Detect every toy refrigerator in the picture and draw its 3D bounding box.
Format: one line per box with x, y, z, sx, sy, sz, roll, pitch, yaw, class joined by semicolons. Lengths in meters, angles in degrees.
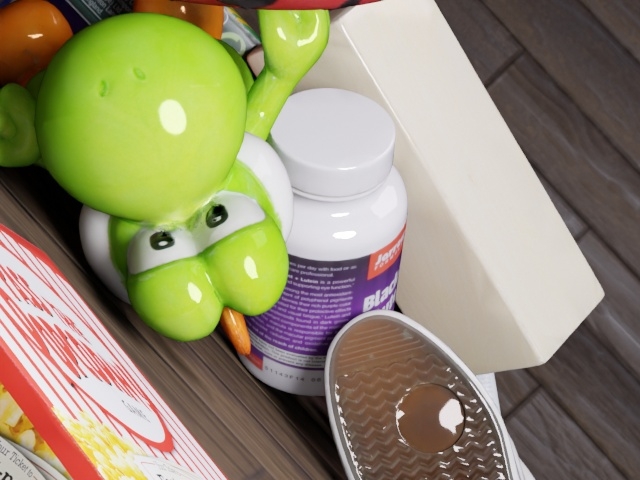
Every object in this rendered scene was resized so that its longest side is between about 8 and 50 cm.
0.075;-0.045;1.315;0.102;0.094;0.269;-15;-68;50;toy refrigerator

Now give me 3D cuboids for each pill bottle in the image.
0.000;0.000;1.259;0.108;0.108;0.193;49;-32;36;pill bottle

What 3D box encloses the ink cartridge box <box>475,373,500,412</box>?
0.135;0.191;1.575;0.223;0.045;0.224;63;17;-76;ink cartridge box

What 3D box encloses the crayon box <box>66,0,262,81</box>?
-0.123;-0.175;1.460;0.202;0.081;0.318;46;2;-10;crayon box

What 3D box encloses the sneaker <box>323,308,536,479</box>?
0.092;0.175;1.262;0.290;0.106;0.123;58;-1;-1;sneaker

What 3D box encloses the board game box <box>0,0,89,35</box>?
-0.099;-0.035;1.485;0.233;0.078;0.347;48;2;33;board game box

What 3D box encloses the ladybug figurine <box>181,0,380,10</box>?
-0.042;-0.220;1.067;0.449;0.305;0.162;-145;-129;-67;ladybug figurine

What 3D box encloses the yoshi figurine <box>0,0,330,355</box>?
-0.101;-0.081;1.107;0.203;0.203;0.362;28;14;-25;yoshi figurine

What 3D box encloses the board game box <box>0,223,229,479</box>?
-0.079;0.061;0.584;0.193;0.045;0.147;48;2;25;board game box

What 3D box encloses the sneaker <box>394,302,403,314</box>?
0.050;0.067;1.438;0.121;0.111;0.300;152;-72;-77;sneaker
